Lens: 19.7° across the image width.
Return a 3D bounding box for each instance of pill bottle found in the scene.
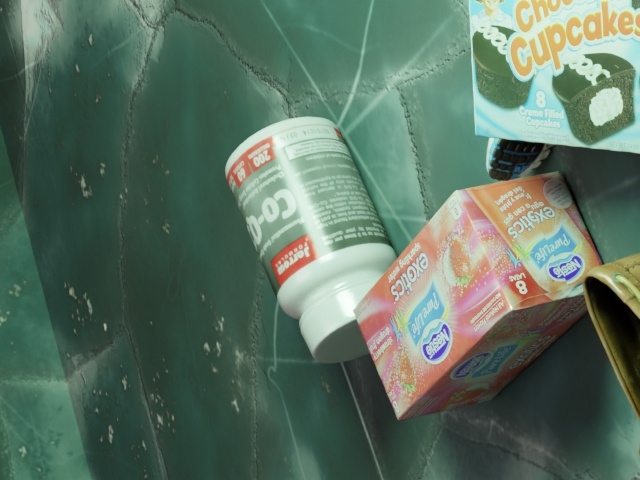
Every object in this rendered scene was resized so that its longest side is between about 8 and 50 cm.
[{"bbox_3d":[0.000,0.000,2.325,0.283,0.161,0.161,66,149,23],"label":"pill bottle"}]

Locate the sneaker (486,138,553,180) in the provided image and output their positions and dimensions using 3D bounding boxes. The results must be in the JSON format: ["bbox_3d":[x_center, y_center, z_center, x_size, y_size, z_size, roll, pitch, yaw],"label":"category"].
[{"bbox_3d":[0.217,-0.156,1.991,0.083,0.071,0.191,54,135,49],"label":"sneaker"}]

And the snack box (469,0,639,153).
[{"bbox_3d":[0.281,-0.184,1.798,0.322,0.060,0.187,10,108,47],"label":"snack box"}]

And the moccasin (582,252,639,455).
[{"bbox_3d":[0.357,0.187,1.752,0.139,0.147,0.380,-42,63,58],"label":"moccasin"}]

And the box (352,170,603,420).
[{"bbox_3d":[0.174,0.067,2.051,0.300,0.142,0.154,-51,56,54],"label":"box"}]
